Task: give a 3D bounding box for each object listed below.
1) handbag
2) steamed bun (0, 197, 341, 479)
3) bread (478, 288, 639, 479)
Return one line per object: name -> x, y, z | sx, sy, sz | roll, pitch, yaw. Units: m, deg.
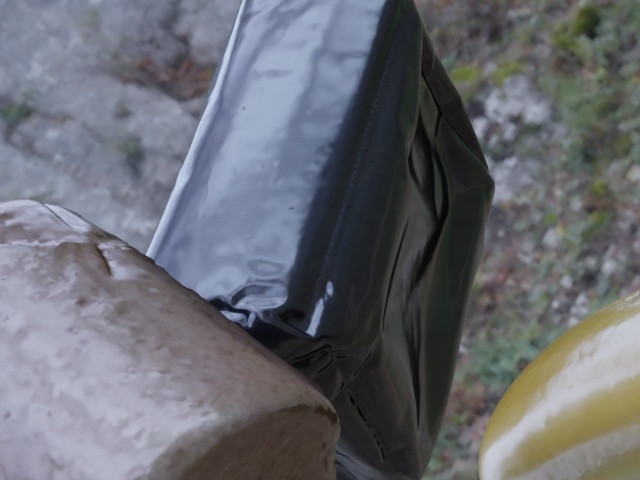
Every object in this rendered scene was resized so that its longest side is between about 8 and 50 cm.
handbag -> -0.003, -0.001, 1.018 | 0.275, 0.178, 0.302 | 64, -145, -52
steamed bun -> -0.148, 0.151, 0.694 | 0.199, 0.251, 0.301 | -26, -39, -51
bread -> 0.173, 0.073, 0.731 | 0.147, 0.098, 0.217 | -5, -23, -38
